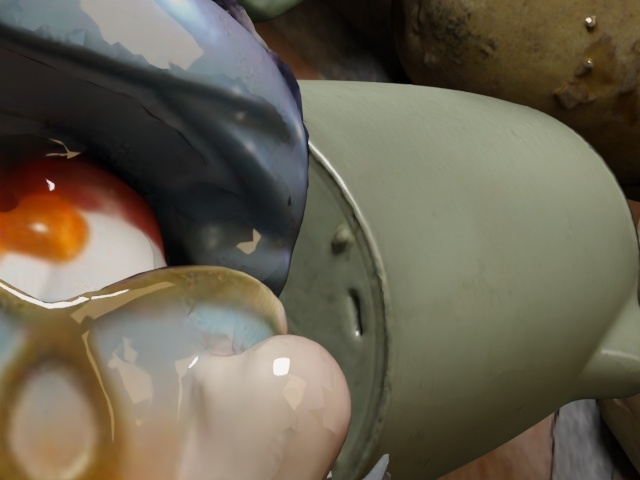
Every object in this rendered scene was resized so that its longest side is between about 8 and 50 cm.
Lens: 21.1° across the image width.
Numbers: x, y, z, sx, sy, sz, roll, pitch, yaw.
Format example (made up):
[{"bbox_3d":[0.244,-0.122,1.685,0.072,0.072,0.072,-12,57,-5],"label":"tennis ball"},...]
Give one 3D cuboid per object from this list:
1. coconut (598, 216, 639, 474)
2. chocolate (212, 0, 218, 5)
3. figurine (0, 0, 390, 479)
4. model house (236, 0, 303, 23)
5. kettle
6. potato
[{"bbox_3d":[0.267,0.054,0.913,0.259,0.259,0.259,33,40,-33],"label":"coconut"},{"bbox_3d":[-0.109,-0.097,0.711,0.147,0.072,0.070,-9,111,-47],"label":"chocolate"},{"bbox_3d":[-0.059,0.143,0.391,0.248,0.276,0.388,58,12,-45],"label":"figurine"},{"bbox_3d":[-0.055,-0.296,0.871,0.267,0.194,0.325,-32,53,-30],"label":"model house"},{"bbox_3d":[0.000,0.000,0.692,0.240,0.165,0.255,38,25,24],"label":"kettle"},{"bbox_3d":[0.150,-0.107,0.961,0.262,0.165,0.165,21,47,-52],"label":"potato"}]
